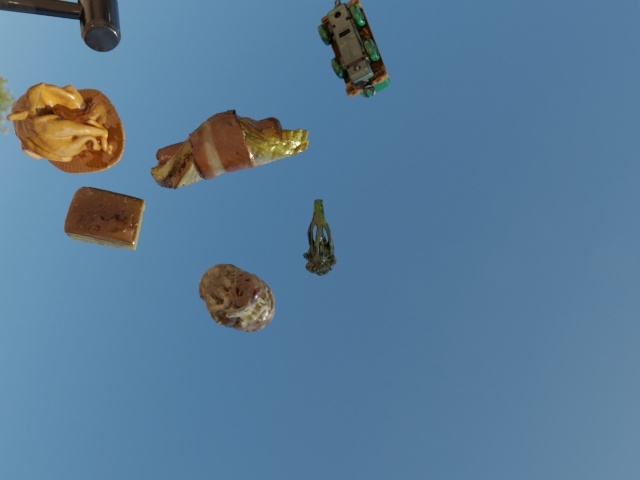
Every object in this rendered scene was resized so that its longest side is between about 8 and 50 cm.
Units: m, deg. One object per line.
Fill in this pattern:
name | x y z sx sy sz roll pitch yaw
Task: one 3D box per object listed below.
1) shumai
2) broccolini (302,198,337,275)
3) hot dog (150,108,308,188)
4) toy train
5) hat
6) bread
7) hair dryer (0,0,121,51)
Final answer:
shumai | -0.205 0.150 1.365 0.161 0.209 0.153 -44 -169 -9
broccolini | 0.000 -0.008 1.424 0.091 0.068 0.203 2 -81 0
hot dog | -0.150 -0.152 0.854 0.261 0.123 0.093 -15 -74 -1
toy train | 0.073 -0.381 1.107 0.091 0.136 0.228 -24 -106 21
hat | -0.625 -0.260 1.264 0.244 0.233 0.233 46 -78 7
bread | -0.732 -0.076 1.869 0.110 0.234 0.184 122 -23 -66
hair dryer | -0.490 -0.411 0.983 0.071 0.247 0.114 -54 -135 49
